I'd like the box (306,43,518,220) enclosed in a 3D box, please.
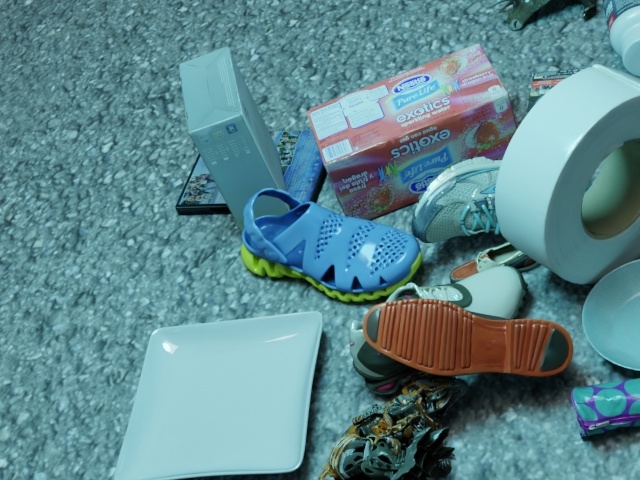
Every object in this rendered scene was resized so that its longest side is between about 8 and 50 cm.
[{"bbox_3d":[0.148,-0.167,1.990,0.300,0.142,0.154,-22,43,3],"label":"box"}]

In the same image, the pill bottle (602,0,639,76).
[{"bbox_3d":[0.515,-0.350,2.033,0.108,0.108,0.180,-11,44,14],"label":"pill bottle"}]

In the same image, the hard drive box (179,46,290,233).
[{"bbox_3d":[-0.134,-0.158,2.010,0.089,0.232,0.181,-20,43,6],"label":"hard drive box"}]

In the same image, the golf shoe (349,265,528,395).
[{"bbox_3d":[0.164,0.104,1.737,0.273,0.120,0.105,-32,42,-10],"label":"golf shoe"}]

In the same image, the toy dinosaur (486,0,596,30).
[{"bbox_3d":[0.448,-0.481,2.185,0.313,0.121,0.160,-42,59,-12],"label":"toy dinosaur"}]

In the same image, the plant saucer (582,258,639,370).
[{"bbox_3d":[0.445,0.104,1.669,0.195,0.037,0.195,-12,44,12],"label":"plant saucer"}]

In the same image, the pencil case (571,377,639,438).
[{"bbox_3d":[0.392,0.205,1.574,0.152,0.064,0.070,-11,33,14],"label":"pencil case"}]

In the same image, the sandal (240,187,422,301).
[{"bbox_3d":[0.000,0.000,1.900,0.317,0.138,0.126,8,50,28],"label":"sandal"}]

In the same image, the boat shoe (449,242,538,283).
[{"bbox_3d":[0.248,0.031,1.825,0.137,0.043,0.049,-18,45,9],"label":"boat shoe"}]

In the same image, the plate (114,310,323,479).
[{"bbox_3d":[-0.135,0.230,1.799,0.278,0.045,0.277,-8,45,17],"label":"plate"}]

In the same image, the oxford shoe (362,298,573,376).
[{"bbox_3d":[0.188,0.136,1.665,0.271,0.098,0.096,11,84,1],"label":"oxford shoe"}]

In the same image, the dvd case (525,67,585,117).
[{"bbox_3d":[0.380,-0.232,2.046,0.087,0.013,0.119,-3,46,21],"label":"dvd case"}]

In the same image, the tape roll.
[{"bbox_3d":[0.372,-0.088,1.709,0.286,0.286,0.100,-38,44,-14],"label":"tape roll"}]

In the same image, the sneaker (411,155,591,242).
[{"bbox_3d":[0.267,-0.061,1.844,0.283,0.110,0.122,-25,49,-14],"label":"sneaker"}]

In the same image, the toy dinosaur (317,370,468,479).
[{"bbox_3d":[0.085,0.296,1.598,0.218,0.164,0.322,15,73,52],"label":"toy dinosaur"}]

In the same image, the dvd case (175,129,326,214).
[{"bbox_3d":[-0.107,-0.116,2.144,0.253,0.022,0.180,0,49,24],"label":"dvd case"}]
